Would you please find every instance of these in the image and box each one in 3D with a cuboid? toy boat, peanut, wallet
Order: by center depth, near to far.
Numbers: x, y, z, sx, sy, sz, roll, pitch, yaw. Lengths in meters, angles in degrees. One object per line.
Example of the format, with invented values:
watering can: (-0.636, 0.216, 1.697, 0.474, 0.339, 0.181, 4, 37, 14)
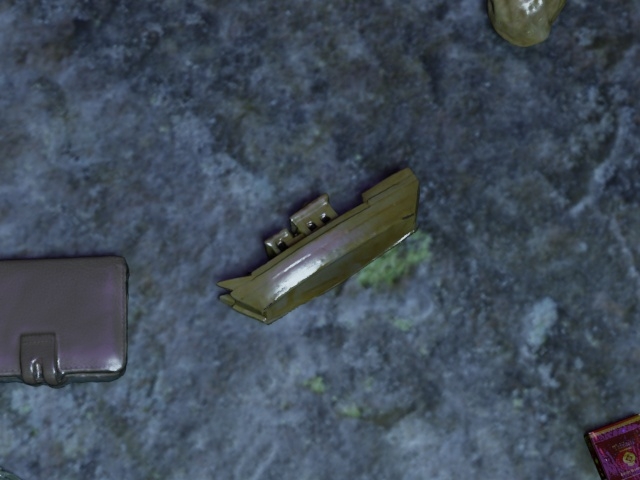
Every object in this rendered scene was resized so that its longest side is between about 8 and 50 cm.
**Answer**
wallet: (-0.243, 0.071, 1.534, 0.153, 0.039, 0.118, 1, 72, 0)
toy boat: (0.000, 0.000, 1.562, 0.206, 0.064, 0.072, -31, 64, -12)
peanut: (0.192, -0.274, 1.644, 0.089, 0.089, 0.192, 1, 73, -4)

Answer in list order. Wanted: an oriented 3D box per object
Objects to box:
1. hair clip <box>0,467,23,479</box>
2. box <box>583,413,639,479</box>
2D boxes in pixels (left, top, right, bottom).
hair clip: (-0.327, 0.333, 1.424, 0.138, 0.091, 0.321, 33, 75, 3)
box: (0.272, 0.200, 1.542, 0.051, 0.023, 0.082, -19, 76, -10)
